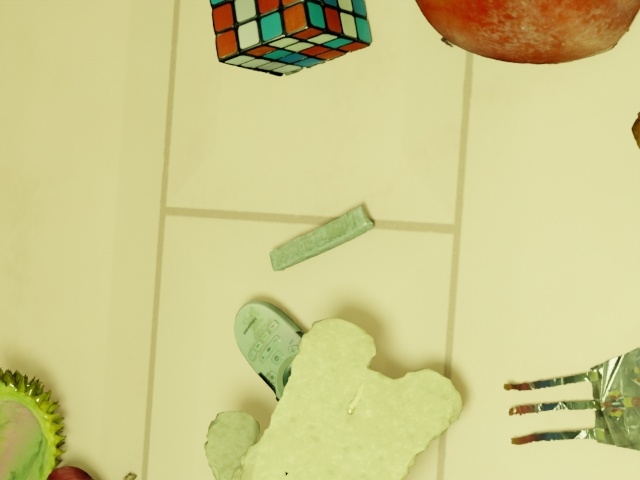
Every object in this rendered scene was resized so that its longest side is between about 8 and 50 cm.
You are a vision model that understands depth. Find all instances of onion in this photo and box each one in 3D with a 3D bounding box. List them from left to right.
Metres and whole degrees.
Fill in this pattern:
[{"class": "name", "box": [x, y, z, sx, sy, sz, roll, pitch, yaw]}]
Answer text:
[{"class": "onion", "box": [-0.333, 0.391, 2.002, 0.150, 0.140, 0.150, 52, 158, 31]}]

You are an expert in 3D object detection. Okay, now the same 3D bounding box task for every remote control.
[{"class": "remote control", "box": [-0.027, 0.182, 1.828, 0.256, 0.045, 0.097, 49, 116, 22]}]

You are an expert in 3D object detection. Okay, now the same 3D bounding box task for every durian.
[{"class": "durian", "box": [-0.517, 0.340, 2.077, 0.352, 0.169, 0.158, -48, 63, 22]}]

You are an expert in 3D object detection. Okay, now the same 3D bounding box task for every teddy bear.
[{"class": "teddy bear", "box": [-0.013, 0.345, 1.765, 0.327, 0.362, 0.375, 30, 66, 11]}]

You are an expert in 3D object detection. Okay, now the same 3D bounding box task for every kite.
[{"class": "kite", "box": [0.334, 0.195, 1.597, 0.245, 0.015, 0.141, -10, 81, 30]}]

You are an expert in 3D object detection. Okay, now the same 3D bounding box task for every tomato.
[{"class": "tomato", "box": [0.232, -0.376, 1.618, 0.338, 0.143, 0.339, -2, 86, 32]}]

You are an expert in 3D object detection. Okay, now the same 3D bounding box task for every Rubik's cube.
[{"class": "Rubik's cube", "box": [-0.044, -0.318, 1.794, 0.155, 0.154, 0.151, -16, 78, 32]}]

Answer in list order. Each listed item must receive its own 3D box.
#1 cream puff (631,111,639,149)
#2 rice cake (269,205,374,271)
[{"class": "cream puff", "box": [0.468, -0.132, 1.445, 0.269, 0.154, 0.241, -36, 64, 35]}, {"class": "rice cake", "box": [0.000, -0.001, 1.825, 0.170, 0.029, 0.033, -26, 70, 31]}]
